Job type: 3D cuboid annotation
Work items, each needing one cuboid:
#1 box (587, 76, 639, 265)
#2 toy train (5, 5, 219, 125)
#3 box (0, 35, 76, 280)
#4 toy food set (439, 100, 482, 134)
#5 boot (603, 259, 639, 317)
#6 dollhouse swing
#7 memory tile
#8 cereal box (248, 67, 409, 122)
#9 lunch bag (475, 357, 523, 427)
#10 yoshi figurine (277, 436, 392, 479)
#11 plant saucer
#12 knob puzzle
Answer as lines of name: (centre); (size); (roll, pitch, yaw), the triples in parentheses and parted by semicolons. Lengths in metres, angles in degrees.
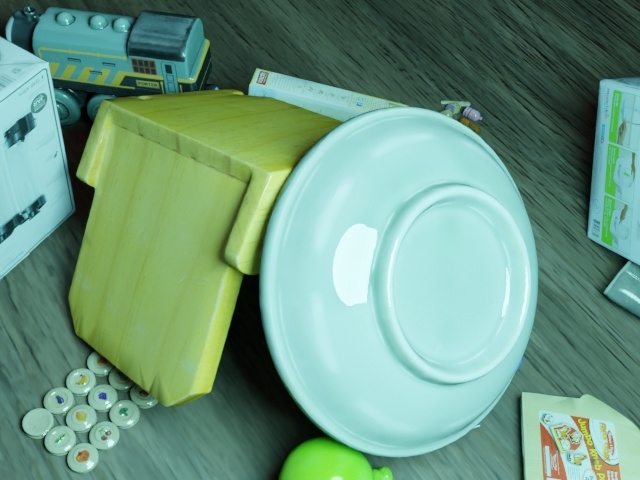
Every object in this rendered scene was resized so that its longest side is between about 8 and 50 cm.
box: (0.516, -0.096, 1.203); (0.126, 0.262, 0.231); (-8, 20, -16)
toy train: (-0.320, -0.269, 1.267); (0.333, 0.190, 0.142); (9, 51, 5)
box: (-0.423, -0.097, 1.067); (0.087, 0.290, 0.169); (29, 55, 14)
toy food set: (0.252, -0.209, 1.445); (0.077, 0.019, 0.122); (1, 53, -10)
boot: (0.514, 0.127, 1.200); (0.208, 0.076, 0.189); (40, 42, 12)
dollhouse swing: (-0.125, -0.005, 1.065); (0.315, 0.305, 0.346); (-15, 29, -43)
memory tile: (-0.287, 0.211, 1.029); (0.113, 0.012, 0.148); (33, 55, 15)
cereal box: (0.002, -0.163, 1.268); (0.240, 0.173, 0.047); (15, 51, 0)
lunch bag: (0.111, 0.118, 1.075); (0.243, 0.115, 0.303); (-31, 80, -31)
yoshi figurine: (0.097, 0.316, 0.919); (0.362, 0.204, 0.203); (7, 36, -2)
plant saucer: (0.127, 0.046, 0.909); (0.400, 0.100, 0.401); (1, 89, -34)
knob puzzle: (0.357, 0.294, 1.071); (0.213, 0.030, 0.213); (5, 51, -6)
